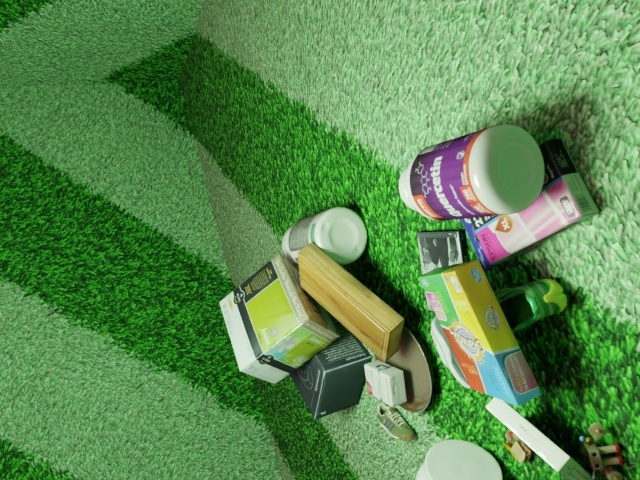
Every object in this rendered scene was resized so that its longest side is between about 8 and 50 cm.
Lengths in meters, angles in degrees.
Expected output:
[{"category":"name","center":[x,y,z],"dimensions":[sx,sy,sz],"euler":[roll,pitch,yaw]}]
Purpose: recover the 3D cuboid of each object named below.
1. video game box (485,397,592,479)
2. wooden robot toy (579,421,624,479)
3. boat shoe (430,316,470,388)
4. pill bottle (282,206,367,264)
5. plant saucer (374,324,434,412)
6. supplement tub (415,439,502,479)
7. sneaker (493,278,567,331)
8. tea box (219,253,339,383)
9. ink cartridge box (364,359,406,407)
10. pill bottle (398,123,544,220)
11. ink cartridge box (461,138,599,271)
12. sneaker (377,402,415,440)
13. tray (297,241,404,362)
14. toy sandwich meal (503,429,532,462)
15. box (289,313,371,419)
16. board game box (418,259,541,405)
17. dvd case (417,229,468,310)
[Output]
[{"category":"video game box","center":[0.499,0.461,1.180],"dimensions":[0.048,0.187,0.205],"euler":[-51,39,1]},{"category":"wooden robot toy","center":[0.601,0.466,1.113],"dimensions":[0.079,0.076,0.173],"euler":[-5,-97,-81]},{"category":"boat shoe","center":[0.382,0.322,1.459],"dimensions":[0.075,0.083,0.226],"euler":[93,164,-50]},{"category":"pill bottle","center":[0.000,0.000,1.912],"dimensions":[0.361,0.204,0.204],"euler":[-12,90,63]},{"category":"plant saucer","center":[0.281,0.411,1.705],"dimensions":[0.311,0.050,0.310],"euler":[32,127,55]},{"category":"supplement tub","center":[0.378,0.758,1.443],"dimensions":[0.241,0.241,0.331],"euler":[37,132,53]},{"category":"sneaker","center":[0.436,0.165,1.219],"dimensions":[0.109,0.124,0.295],"euler":[69,153,17]},{"category":"tea box","center":[-0.160,0.292,1.925],"dimensions":[0.324,0.220,0.329],"euler":[-39,48,13]},{"category":"ink cartridge box","center":[0.218,0.479,1.733],"dimensions":[0.150,0.063,0.109],"euler":[6,105,62]},{"category":"pill bottle","center":[0.314,-0.137,1.142],"dimensions":[0.323,0.182,0.181],"euler":[-5,96,65]},{"category":"ink cartridge box","center":[0.442,-0.062,1.191],"dimensions":[0.371,0.069,0.175],"euler":[-49,57,60]},{"category":"sneaker","center":[0.258,0.636,1.821],"dimensions":[0.192,0.064,0.086],"euler":[0,105,66]},{"category":"tray","center":[0.087,0.201,1.689],"dimensions":[0.411,0.076,0.202],"euler":[38,152,28]},{"category":"toy sandwich meal","center":[0.508,0.533,1.332],"dimensions":[0.086,0.029,0.085],"euler":[34,130,54]},{"category":"box","center":[-0.004,0.458,2.098],"dimensions":[0.395,0.212,0.293],"euler":[52,143,43]},{"category":"board game box","center":[0.361,0.209,1.209],"dimensions":[0.316,0.064,0.242],"euler":[65,170,4]},{"category":"dvd case","center":[0.353,0.090,1.456],"dimensions":[0.179,0.030,0.238],"euler":[0,101,63]}]
